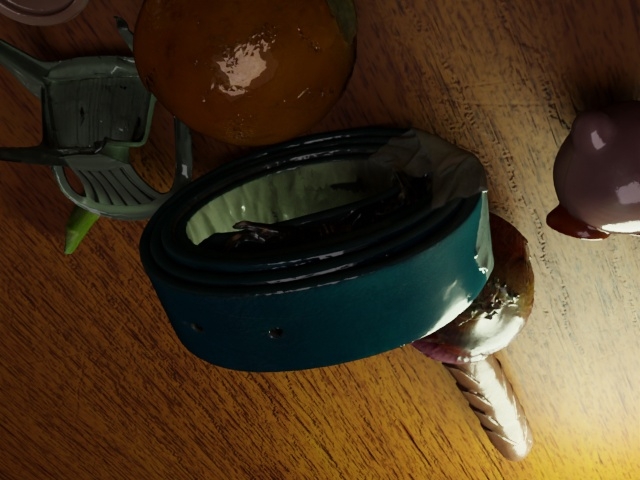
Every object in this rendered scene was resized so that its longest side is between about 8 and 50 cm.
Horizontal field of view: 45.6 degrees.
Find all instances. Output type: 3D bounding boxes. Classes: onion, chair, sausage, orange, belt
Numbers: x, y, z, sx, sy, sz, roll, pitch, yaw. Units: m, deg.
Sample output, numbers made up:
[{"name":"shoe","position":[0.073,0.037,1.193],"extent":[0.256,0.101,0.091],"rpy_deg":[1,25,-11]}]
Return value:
[{"name":"onion","position":[0.202,0.075,1.075],"extent":[0.230,0.163,0.229],"rpy_deg":[-1,111,-2]},{"name":"chair","position":[-0.284,-0.136,0.954],"extent":[0.204,0.190,0.275],"rpy_deg":[-2,174,9]},{"name":"sausage","position":[0.272,0.240,1.286],"extent":[0.088,0.087,0.433],"rpy_deg":[-20,126,21]},{"name":"orange","position":[-0.079,-0.218,0.835],"extent":[0.240,0.240,0.240],"rpy_deg":[3,130,3]},{"name":"belt","position":[-0.002,0.000,0.964],"extent":[0.437,0.300,0.173],"rpy_deg":[-10,130,2]}]

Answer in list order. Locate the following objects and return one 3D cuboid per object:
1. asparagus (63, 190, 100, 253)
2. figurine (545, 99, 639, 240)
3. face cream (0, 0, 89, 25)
[{"name":"asparagus","position":[-0.348,-0.043,1.136],"extent":[0.045,0.041,0.178],"rpy_deg":[7,140,-42]},{"name":"figurine","position":[0.373,-0.089,0.940],"extent":[0.173,0.173,0.173],"rpy_deg":[3,130,3]},{"name":"face cream","position":[-0.310,-0.328,0.846],"extent":[0.149,0.104,0.149],"rpy_deg":[3,130,3]}]
